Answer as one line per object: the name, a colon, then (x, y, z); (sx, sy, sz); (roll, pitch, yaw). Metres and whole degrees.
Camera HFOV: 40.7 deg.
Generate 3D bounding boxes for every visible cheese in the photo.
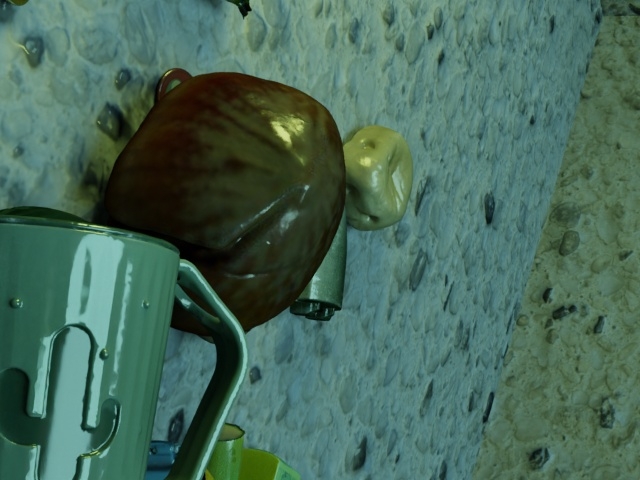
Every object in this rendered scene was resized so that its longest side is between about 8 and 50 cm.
cheese: (0.116, -0.137, 1.893); (0.218, 0.117, 0.235); (-1, 94, -57)

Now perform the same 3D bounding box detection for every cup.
cup: (-0.285, 0.170, 0.981); (0.310, 0.400, 0.393); (114, -21, -80)

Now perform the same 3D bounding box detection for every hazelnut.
hazelnut: (-0.137, -0.062, 1.286); (0.410, 0.359, 0.359); (-66, 146, -33)

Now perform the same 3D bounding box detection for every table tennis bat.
table tennis bat: (-0.217, -0.218, 1.420); (0.154, 0.019, 0.098); (38, 64, -52)

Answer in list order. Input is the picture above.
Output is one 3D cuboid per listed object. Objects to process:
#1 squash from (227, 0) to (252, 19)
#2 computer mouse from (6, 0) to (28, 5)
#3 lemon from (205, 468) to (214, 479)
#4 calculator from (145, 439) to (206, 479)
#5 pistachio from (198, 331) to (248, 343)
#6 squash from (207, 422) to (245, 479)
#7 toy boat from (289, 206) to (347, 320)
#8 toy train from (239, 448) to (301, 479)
squash: (-0.196, -0.467, 1.329); (0.331, 0.087, 0.087); (44, 59, -50)
computer mouse: (-0.407, -0.372, 1.042); (0.199, 0.044, 0.102); (47, 54, -53)
lemon: (-0.230, 0.440, 1.446); (0.114, 0.114, 0.155); (-26, 128, -54)
calculator: (-0.259, 0.456, 1.361); (0.051, 0.172, 0.293); (-117, -152, -80)
pistachio: (-0.175, 0.110, 1.470); (0.185, 0.124, 0.125); (49, 55, -41)
squash: (-0.186, 0.427, 1.535); (0.095, 0.095, 0.188); (-6, 101, -58)
toy boat: (0.000, 0.000, 1.761); (0.141, 0.092, 0.320); (25, 68, -57)
toy train: (-0.082, 0.580, 1.702); (0.369, 0.150, 0.237); (55, 45, -51)
